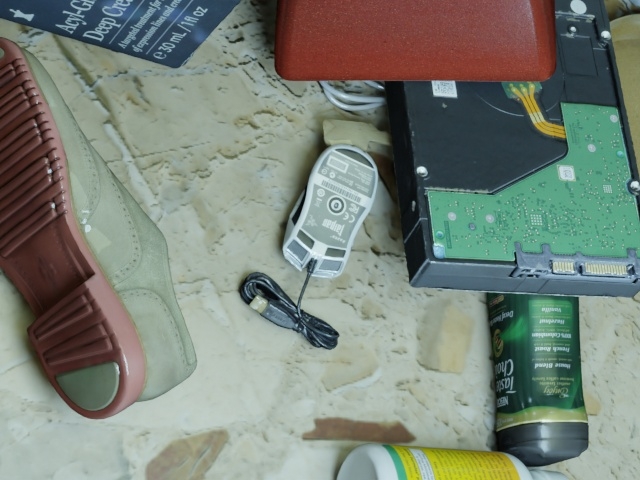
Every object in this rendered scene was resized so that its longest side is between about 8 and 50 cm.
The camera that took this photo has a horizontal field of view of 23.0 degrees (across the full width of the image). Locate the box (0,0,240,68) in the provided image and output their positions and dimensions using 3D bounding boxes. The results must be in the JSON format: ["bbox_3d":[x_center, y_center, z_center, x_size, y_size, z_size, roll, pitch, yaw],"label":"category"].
[{"bbox_3d":[-0.239,-0.337,1.344,0.395,0.293,0.212,15,70,-20],"label":"box"}]

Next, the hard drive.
[{"bbox_3d":[0.184,-0.109,1.535,0.236,0.064,0.339,2,61,-16],"label":"hard drive"}]

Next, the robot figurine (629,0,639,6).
[{"bbox_3d":[0.385,-0.356,1.626,0.353,0.300,0.200,41,56,-6],"label":"robot figurine"}]

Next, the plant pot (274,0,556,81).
[{"bbox_3d":[0.085,-0.318,1.433,0.267,0.236,0.267,1,66,5],"label":"plant pot"}]

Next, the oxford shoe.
[{"bbox_3d":[-0.216,-0.016,1.389,0.130,0.123,0.348,-11,79,-53],"label":"oxford shoe"}]

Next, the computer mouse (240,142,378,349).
[{"bbox_3d":[0.000,0.000,1.502,0.106,0.042,0.193,26,74,-11],"label":"computer mouse"}]

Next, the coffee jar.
[{"bbox_3d":[0.210,0.126,1.530,0.079,0.096,0.184,2,75,-18],"label":"coffee jar"}]

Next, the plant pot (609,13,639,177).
[{"bbox_3d":[0.363,-0.129,1.703,0.236,0.032,0.236,6,75,-23],"label":"plant pot"}]

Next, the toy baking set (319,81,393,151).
[{"bbox_3d":[0.102,-0.156,1.597,0.196,0.030,0.256,31,60,-7],"label":"toy baking set"}]

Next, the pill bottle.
[{"bbox_3d":[0.127,0.250,1.448,0.208,0.117,0.118,7,74,-23],"label":"pill bottle"}]
